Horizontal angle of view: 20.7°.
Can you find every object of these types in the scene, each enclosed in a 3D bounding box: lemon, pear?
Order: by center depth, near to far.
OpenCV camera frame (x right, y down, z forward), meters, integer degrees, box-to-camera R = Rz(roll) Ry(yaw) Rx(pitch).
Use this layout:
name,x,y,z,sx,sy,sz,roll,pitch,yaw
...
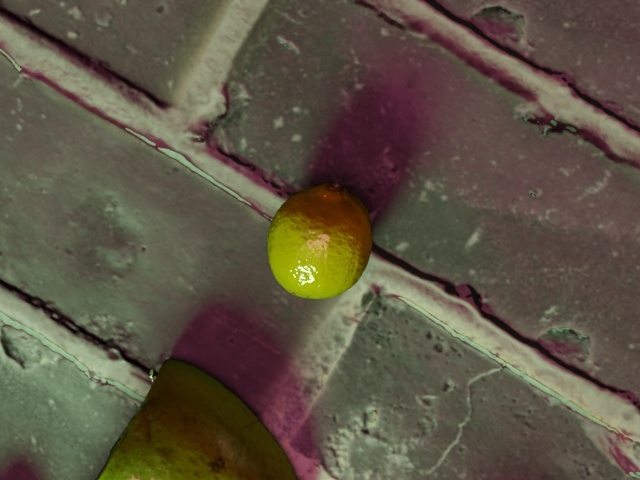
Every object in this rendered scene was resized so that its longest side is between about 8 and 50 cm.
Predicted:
name,x,y,z,sx,sy,sz,roll,pitch,yaw
lemon,0.000,0.000,1.796,0.109,0.109,0.133,11,114,2
pear,-0.140,0.308,1.850,0.239,0.139,0.288,30,101,-10
